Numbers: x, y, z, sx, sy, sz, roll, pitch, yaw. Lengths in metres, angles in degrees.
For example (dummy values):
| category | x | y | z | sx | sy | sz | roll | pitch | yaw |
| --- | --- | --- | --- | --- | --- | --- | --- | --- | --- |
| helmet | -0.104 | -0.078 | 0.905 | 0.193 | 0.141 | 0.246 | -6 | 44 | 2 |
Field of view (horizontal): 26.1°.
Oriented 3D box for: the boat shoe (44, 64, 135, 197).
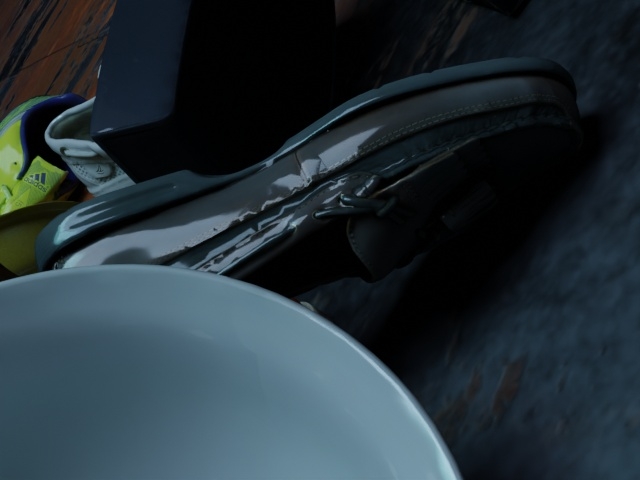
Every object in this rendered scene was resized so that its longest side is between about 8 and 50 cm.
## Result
| category | x | y | z | sx | sy | sz | roll | pitch | yaw |
| --- | --- | --- | --- | --- | --- | --- | --- | --- | --- |
| boat shoe | -0.130 | -0.105 | 1.066 | 0.277 | 0.096 | 0.098 | -27 | 36 | 47 |

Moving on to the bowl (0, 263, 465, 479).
| category | x | y | z | sx | sy | sz | roll | pitch | yaw |
| --- | --- | --- | --- | --- | --- | --- | --- | --- | --- |
| bowl | -0.084 | 0.164 | 0.524 | 0.134 | 0.297 | 0.298 | 82 | -159 | -53 |

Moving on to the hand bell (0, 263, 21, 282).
| category | x | y | z | sx | sy | sz | roll | pitch | yaw |
| --- | --- | --- | --- | --- | --- | --- | --- | --- | --- |
| hand bell | -0.153 | 0.037 | 0.751 | 0.126 | 0.242 | 0.126 | -43 | 26 | 27 |

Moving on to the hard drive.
| category | x | y | z | sx | sy | sz | roll | pitch | yaw |
| --- | --- | --- | --- | --- | --- | --- | --- | --- | --- |
| hard drive | -0.054 | -0.113 | 0.857 | 0.054 | 0.172 | 0.255 | -17 | 44 | 27 |

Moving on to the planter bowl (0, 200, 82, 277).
| category | x | y | z | sx | sy | sz | roll | pitch | yaw |
| --- | --- | --- | --- | --- | --- | --- | --- | --- | --- |
| planter bowl | -0.179 | 0.089 | 0.864 | 0.090 | 0.217 | 0.217 | 41 | 98 | 28 |

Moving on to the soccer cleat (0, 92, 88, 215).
| category | x | y | z | sx | sy | sz | roll | pitch | yaw |
| --- | --- | --- | --- | --- | --- | --- | --- | --- | --- |
| soccer cleat | -0.284 | -0.022 | 1.258 | 0.121 | 0.093 | 0.289 | -23 | 40 | 40 |

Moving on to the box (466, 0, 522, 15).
| category | x | y | z | sx | sy | sz | roll | pitch | yaw |
| --- | --- | --- | --- | --- | --- | --- | --- | --- | --- |
| box | -0.031 | -0.265 | 0.809 | 0.079 | 0.322 | 0.257 | -54 | 24 | 6 |

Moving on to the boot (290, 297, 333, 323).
| category | x | y | z | sx | sy | sz | roll | pitch | yaw |
| --- | --- | --- | --- | --- | --- | --- | --- | --- | --- |
| boot | -0.032 | 0.071 | 0.681 | 0.059 | 0.084 | 0.158 | -46 | 27 | 17 |

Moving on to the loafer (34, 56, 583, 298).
| category | x | y | z | sx | sy | sz | roll | pitch | yaw |
| --- | --- | --- | --- | --- | --- | --- | --- | --- | --- |
| loafer | 0.000 | 0.000 | 0.641 | 0.267 | 0.096 | 0.084 | -19 | 59 | 7 |
